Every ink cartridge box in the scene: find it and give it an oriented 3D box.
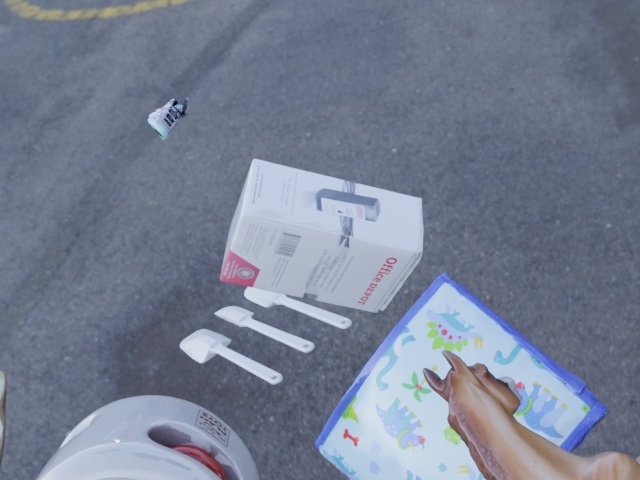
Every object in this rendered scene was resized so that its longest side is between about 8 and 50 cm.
[{"bbox_3d":[0.000,0.000,0.982,0.217,0.159,0.092,14,55,-10],"label":"ink cartridge box"}]

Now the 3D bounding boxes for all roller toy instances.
[{"bbox_3d":[-0.144,0.236,0.668,0.209,0.191,0.146,-8,11,0],"label":"roller toy"}]

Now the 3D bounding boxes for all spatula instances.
[{"bbox_3d":[-0.080,0.126,1.089,0.168,0.019,0.242,-36,30,-27],"label":"spatula"}]

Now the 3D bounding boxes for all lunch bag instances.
[{"bbox_3d":[0.089,0.115,0.509,0.129,0.151,0.096,41,33,23],"label":"lunch bag"}]

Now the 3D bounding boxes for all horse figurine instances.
[{"bbox_3d":[0.146,0.180,0.354,0.066,0.174,0.264,-33,52,38],"label":"horse figurine"}]

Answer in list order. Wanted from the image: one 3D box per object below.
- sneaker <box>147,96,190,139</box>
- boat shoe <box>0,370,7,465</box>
[{"bbox_3d":[-0.222,-0.190,1.186,0.069,0.038,0.098,-37,29,1],"label":"sneaker"},{"bbox_3d":[-0.477,0.245,1.070,0.089,0.105,0.285,8,6,-24],"label":"boat shoe"}]
